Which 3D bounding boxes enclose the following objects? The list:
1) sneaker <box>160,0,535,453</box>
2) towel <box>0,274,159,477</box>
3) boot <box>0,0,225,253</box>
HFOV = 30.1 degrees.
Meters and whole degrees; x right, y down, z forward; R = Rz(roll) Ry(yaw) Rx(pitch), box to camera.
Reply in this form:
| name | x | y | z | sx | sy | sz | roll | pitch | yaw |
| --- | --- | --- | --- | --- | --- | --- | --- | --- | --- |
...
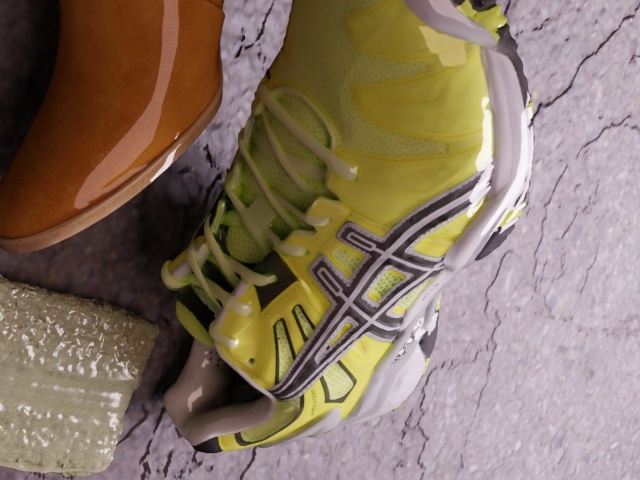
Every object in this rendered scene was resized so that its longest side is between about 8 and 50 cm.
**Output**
| name | x | y | z | sx | sy | sz | roll | pitch | yaw |
| --- | --- | --- | --- | --- | --- | --- | --- | --- | --- |
| sneaker | 0.000 | 0.000 | 0.639 | 0.147 | 0.145 | 0.384 | -25 | 144 | -29 |
| towel | -0.163 | 0.076 | 0.664 | 0.148 | 0.027 | 0.110 | 18 | 95 | -45 |
| boot | -0.111 | -0.162 | 0.565 | 0.295 | 0.104 | 0.211 | -53 | 130 | -19 |
